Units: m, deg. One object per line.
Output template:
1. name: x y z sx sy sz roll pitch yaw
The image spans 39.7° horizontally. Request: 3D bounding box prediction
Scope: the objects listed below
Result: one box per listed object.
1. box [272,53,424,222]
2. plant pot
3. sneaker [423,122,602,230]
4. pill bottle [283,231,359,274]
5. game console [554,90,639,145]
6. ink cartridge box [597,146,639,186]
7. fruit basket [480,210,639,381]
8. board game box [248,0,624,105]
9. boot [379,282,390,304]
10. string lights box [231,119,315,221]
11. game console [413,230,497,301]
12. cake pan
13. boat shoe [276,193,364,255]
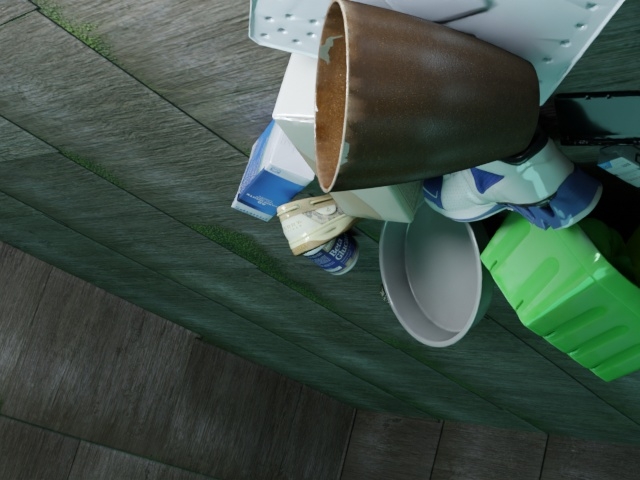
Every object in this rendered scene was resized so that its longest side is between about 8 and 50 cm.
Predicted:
1. box: 0.058 -0.157 1.301 0.121 0.148 0.311 7 158 25
2. plant pot: 0.122 -0.159 1.012 0.230 0.215 0.215 1 163 -9
3. sneaker: 0.250 -0.126 1.293 0.182 0.127 0.315 51 162 -22
4. pill bottle: 0.000 0.000 1.871 0.094 0.094 0.169 -1 156 40
5. game console: 0.393 -0.164 1.209 0.122 0.071 0.107 4 -172 33
6. ink cartridge box: 0.451 -0.110 1.288 0.083 0.028 0.048 24 160 -23
7. fruit basket: 0.503 0.030 1.410 0.392 0.283 0.392 -12 133 -13
8. board game box: 0.122 -0.292 0.972 0.389 0.050 0.390 12 161 -2
9. boot: 0.249 0.127 2.052 0.236 0.085 0.178 22 164 2
10. string lights box: -0.068 -0.134 1.483 0.076 0.133 0.259 22 161 -13
11. game console: 0.330 0.082 1.737 0.173 0.250 0.293 50 152 -12
12. cake pan: 0.208 0.042 1.587 0.054 0.293 0.293 -8 175 -30
13. boat shoe: 0.035 -0.066 1.500 0.104 0.285 0.089 -26 95 38
